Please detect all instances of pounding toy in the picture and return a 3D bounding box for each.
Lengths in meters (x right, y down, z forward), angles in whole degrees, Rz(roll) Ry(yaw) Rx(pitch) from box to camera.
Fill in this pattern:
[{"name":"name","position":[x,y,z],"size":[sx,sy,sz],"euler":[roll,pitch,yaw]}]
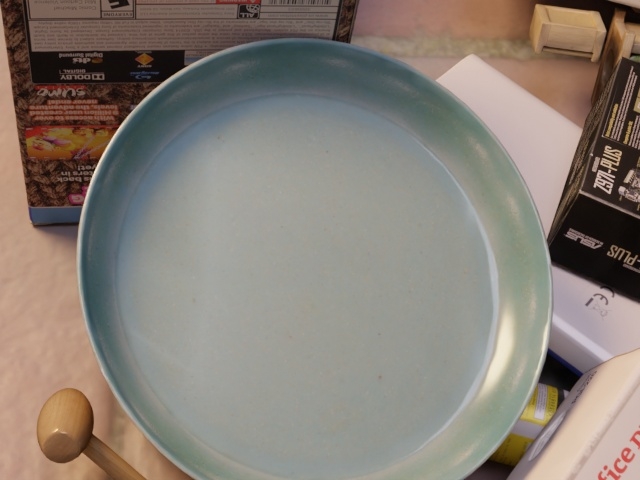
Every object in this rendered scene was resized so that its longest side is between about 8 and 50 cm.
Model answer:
[{"name":"pounding toy","position":[-0.069,0.113,0.940],"size":[0.269,0.155,0.154],"euler":[4,28,-16]}]

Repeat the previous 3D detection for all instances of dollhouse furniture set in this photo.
[{"name":"dollhouse furniture set","position":[0.267,-0.169,1.173],"size":[0.182,0.101,0.161],"euler":[7,32,-3]}]

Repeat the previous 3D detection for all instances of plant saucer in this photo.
[{"name":"plant saucer","position":[-0.001,0.022,0.850],"size":[0.318,0.044,0.317],"euler":[4,74,-16]}]

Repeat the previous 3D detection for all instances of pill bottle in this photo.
[{"name":"pill bottle","position":[0.122,0.127,0.958],"size":[0.116,0.065,0.065],"euler":[16,57,2]}]

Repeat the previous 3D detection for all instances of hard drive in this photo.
[{"name":"hard drive","position":[0.190,-0.010,1.049],"size":[0.319,0.040,0.210],"euler":[37,49,15]}]

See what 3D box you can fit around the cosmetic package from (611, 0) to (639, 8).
[{"name":"cosmetic package","position":[0.330,-0.299,1.190],"size":[0.377,0.097,0.284],"euler":[15,38,2]}]

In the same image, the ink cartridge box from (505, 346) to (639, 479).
[{"name":"ink cartridge box","position":[0.240,0.201,0.875],"size":[0.218,0.092,0.158],"euler":[43,61,-1]}]

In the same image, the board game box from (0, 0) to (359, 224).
[{"name":"board game box","position":[-0.109,-0.148,0.968],"size":[0.232,0.291,0.141],"euler":[-1,59,-9]}]

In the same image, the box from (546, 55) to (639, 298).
[{"name":"box","position":[0.271,-0.039,1.018],"size":[0.147,0.077,0.180],"euler":[24,47,3]}]
